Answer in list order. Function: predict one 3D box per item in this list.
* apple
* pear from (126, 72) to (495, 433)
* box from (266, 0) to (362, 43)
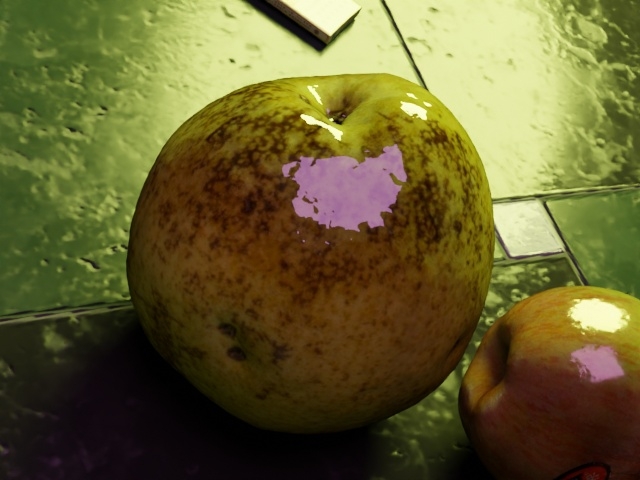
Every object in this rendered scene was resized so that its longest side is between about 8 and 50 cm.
[{"bbox_3d":[0.137,0.082,0.802,0.102,0.126,0.126,28,48,-10],"label":"apple"},{"bbox_3d":[0.000,0.000,0.774,0.197,0.197,0.197,11,50,-14],"label":"pear"},{"bbox_3d":[-0.016,-0.173,1.017,0.083,0.012,0.046,36,49,7],"label":"box"}]
